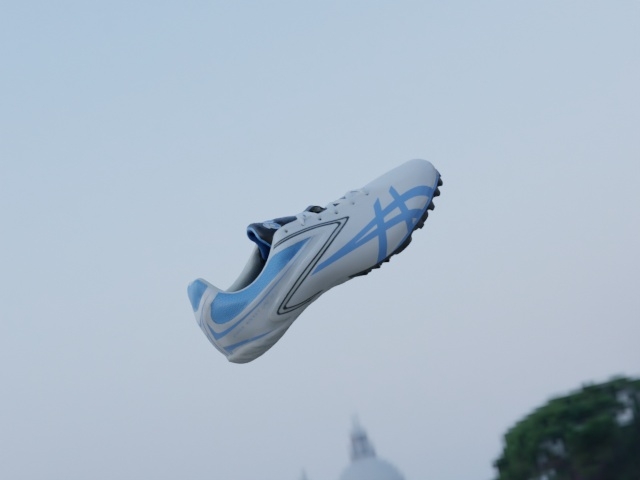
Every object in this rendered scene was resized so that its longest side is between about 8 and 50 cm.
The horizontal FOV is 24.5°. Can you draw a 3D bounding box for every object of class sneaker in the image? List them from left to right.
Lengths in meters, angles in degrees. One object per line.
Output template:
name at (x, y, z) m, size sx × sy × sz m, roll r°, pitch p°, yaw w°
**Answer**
sneaker at (0.000, 0.000, 1.161) m, size 0.237 × 0.086 × 0.085 m, roll -38°, pitch 11°, yaw -19°
